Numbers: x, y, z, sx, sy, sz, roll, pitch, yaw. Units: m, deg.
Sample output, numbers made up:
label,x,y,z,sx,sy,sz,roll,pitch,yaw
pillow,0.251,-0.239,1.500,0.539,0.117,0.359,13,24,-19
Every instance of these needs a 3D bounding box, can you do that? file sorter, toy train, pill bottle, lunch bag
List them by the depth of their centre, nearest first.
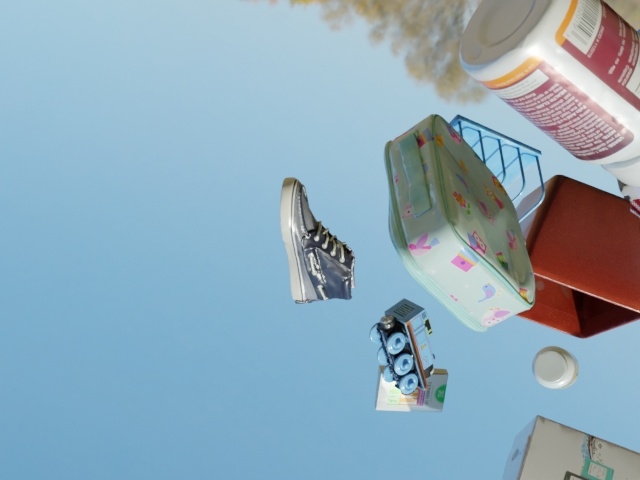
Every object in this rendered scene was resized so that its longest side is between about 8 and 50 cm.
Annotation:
label,x,y,z,sx,sy,sz,roll,pitch,yaw
lunch bag,0.179,-0.031,1.341,0.224,0.107,0.279,38,-149,-31
file sorter,0.258,-0.101,1.577,0.170,0.118,0.105,20,-134,-23
pill bottle,0.442,-0.267,1.634,0.392,0.224,0.224,32,-164,-26
toy train,0.162,0.203,1.836,0.105,0.184,0.080,-32,-148,-22
pill bottle,0.650,0.353,2.731,0.117,0.118,0.208,35,-177,21

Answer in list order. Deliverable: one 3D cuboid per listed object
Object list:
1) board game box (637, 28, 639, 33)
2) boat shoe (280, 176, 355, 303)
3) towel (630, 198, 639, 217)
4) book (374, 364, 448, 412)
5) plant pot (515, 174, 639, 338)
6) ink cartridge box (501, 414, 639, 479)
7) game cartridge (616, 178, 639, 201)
label,x,y,z,sx,sy,sz,roll,pitch,yaw
board game box,0.805,-0.353,2.123,0.302,0.086,0.308,127,122,-76
boat shoe,0.000,0.000,2.363,0.158,0.341,0.127,0,-145,12
towel,0.701,-0.020,1.745,0.274,0.031,0.199,-8,-138,-32
book,0.190,0.314,2.071,0.144,0.096,0.035,2,-157,-6
plant pot,0.488,0.025,1.961,0.267,0.236,0.267,19,161,-7
ink cartridge box,0.512,0.507,1.981,0.270,0.197,0.198,20,157,6
game cartridge,0.710,-0.078,2.147,0.355,0.068,0.230,53,-148,-37
